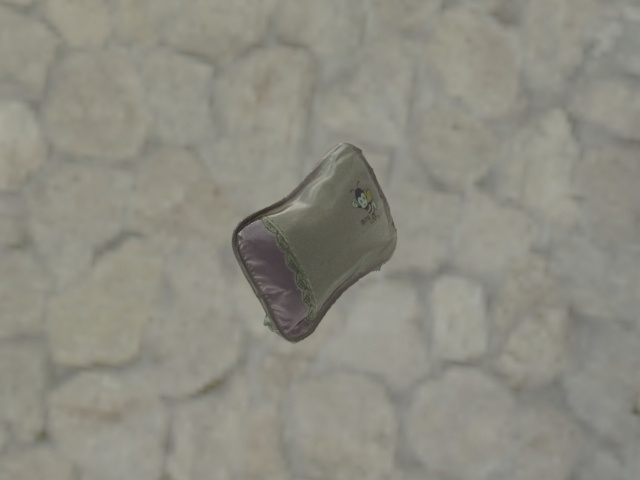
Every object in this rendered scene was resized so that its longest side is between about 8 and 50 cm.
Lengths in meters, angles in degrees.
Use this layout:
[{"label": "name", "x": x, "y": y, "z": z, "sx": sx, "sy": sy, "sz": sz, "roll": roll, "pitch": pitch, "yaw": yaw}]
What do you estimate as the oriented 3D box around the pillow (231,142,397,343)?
[{"label": "pillow", "x": 0.000, "y": 0.000, "z": 1.807, "sx": 0.232, "sy": 0.038, "sz": 0.131, "roll": -39, "pitch": -75, "yaw": -47}]
